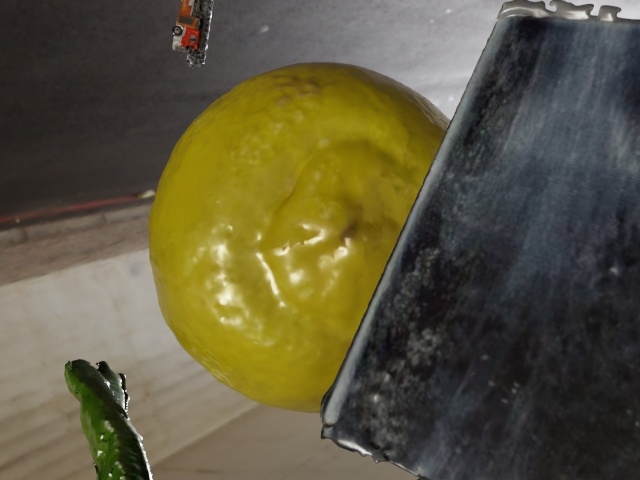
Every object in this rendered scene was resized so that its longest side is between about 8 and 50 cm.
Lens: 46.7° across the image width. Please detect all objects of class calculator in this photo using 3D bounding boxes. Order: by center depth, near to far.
[{"bbox_3d":[0.112,0.003,0.353,0.161,0.261,0.021,20,169,34],"label":"calculator"}]

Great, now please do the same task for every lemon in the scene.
[{"bbox_3d":[0.000,0.000,0.706,0.348,0.347,0.348,-20,178,-1],"label":"lemon"}]

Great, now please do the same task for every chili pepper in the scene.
[{"bbox_3d":[-0.214,0.193,0.724,0.076,0.085,0.359,-54,-160,-2],"label":"chili pepper"}]

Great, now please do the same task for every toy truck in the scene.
[{"bbox_3d":[-0.106,-0.187,0.617,0.032,0.083,0.024,11,175,-13],"label":"toy truck"}]
